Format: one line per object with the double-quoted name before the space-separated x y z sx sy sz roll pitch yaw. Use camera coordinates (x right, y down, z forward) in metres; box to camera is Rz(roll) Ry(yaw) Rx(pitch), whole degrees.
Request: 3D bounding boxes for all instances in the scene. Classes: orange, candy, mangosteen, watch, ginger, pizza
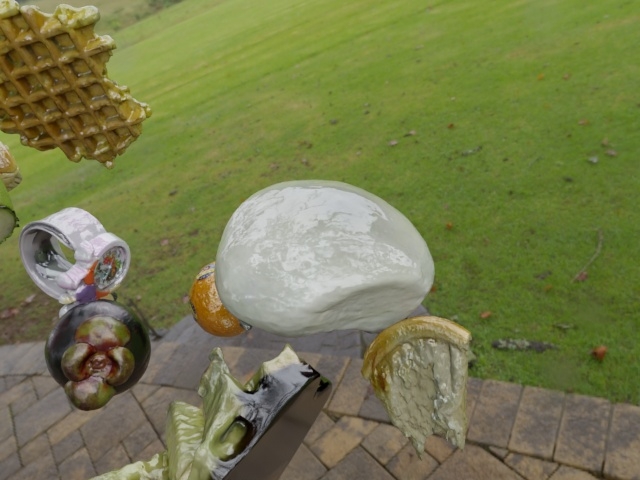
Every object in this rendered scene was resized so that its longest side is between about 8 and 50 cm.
"orange" -0.208 0.129 1.223 0.155 0.178 0.178 -24 31 10
"candy" 0.000 0.000 0.999 0.386 0.186 0.427 0 28 -14
"mangosteen" -0.432 0.215 1.071 0.209 0.210 0.210 -16 32 10
"watch" -0.592 0.063 1.275 0.231 0.244 0.196 21 29 13
"ginger" -0.182 0.290 0.748 0.211 0.358 0.413 33 70 17
"pizza" 0.159 0.245 0.884 0.181 0.262 0.034 -4 14 20

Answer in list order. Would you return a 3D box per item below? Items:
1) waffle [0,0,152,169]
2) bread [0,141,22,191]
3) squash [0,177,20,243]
"waffle" -0.426 -0.246 0.905 0.281 0.301 0.058 5 48 -8
"bread" -0.856 -0.153 1.315 0.236 0.140 0.106 -30 -11 -17
"squash" -0.753 -0.115 1.105 0.189 0.189 0.260 -33 74 -16
